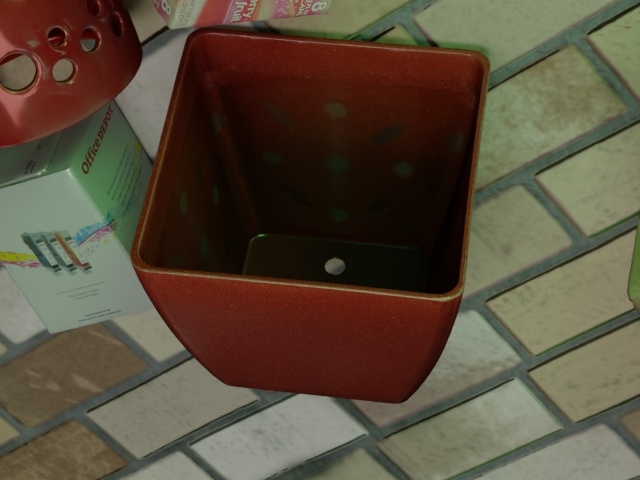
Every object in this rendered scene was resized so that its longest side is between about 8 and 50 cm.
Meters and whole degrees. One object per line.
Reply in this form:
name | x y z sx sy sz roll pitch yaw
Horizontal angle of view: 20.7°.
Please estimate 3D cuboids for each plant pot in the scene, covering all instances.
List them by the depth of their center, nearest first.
plant pot | -0.264 -0.194 1.452 0.191 0.191 0.174 -8 126 18
plant pot | 0.000 0.000 1.537 0.267 0.267 0.236 6 143 6

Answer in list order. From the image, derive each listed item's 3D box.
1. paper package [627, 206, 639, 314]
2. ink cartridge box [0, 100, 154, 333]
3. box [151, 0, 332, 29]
paper package | 0.416 -0.051 1.303 0.324 0.310 0.168 -11 141 36
ink cartridge box | -0.227 -0.028 1.628 0.127 0.128 0.176 -13 126 22
box | -0.040 -0.317 1.295 0.154 0.142 0.300 -10 141 -33
